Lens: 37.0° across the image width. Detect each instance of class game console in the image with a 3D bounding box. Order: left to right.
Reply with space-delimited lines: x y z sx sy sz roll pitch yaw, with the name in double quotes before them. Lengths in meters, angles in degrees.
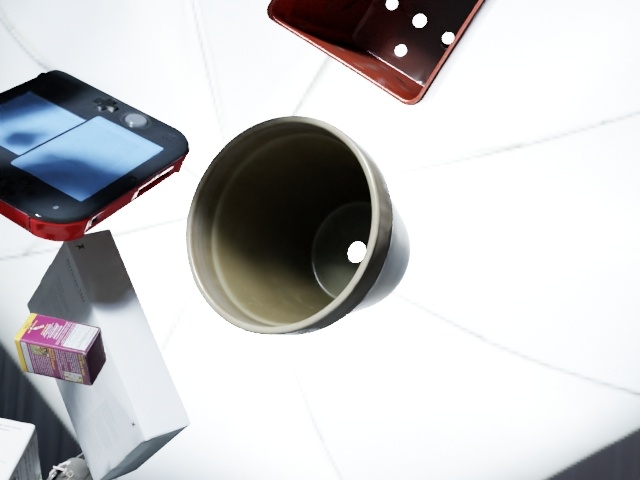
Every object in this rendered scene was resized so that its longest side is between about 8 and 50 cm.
"game console" -0.446 -0.160 1.624 0.342 0.060 0.386 31 37 12

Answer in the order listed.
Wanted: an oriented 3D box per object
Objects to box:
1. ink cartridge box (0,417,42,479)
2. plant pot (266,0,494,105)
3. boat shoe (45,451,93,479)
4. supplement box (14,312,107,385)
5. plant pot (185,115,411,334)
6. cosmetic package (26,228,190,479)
"ink cartridge box" -0.473 0.397 1.262 0.115 0.198 0.272 11 38 4
"plant pot" 0.125 -0.359 1.436 0.267 0.267 0.236 35 8 15
"boat shoe" -0.492 0.466 2.002 0.112 0.095 0.335 -23 1 33
"supplement box" -0.280 0.117 1.034 0.083 0.055 0.043 11 41 10
"plant pot" 0.000 0.000 1.491 0.323 0.323 0.280 4 -9 29
"cosmetic package" -0.387 0.211 1.703 0.097 0.377 0.284 -15 -18 -34
